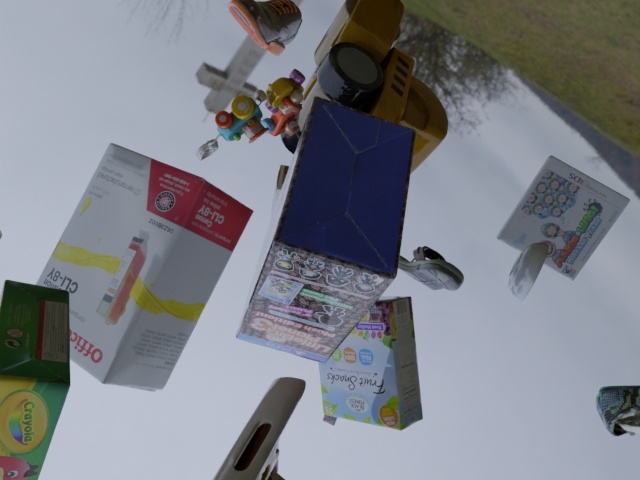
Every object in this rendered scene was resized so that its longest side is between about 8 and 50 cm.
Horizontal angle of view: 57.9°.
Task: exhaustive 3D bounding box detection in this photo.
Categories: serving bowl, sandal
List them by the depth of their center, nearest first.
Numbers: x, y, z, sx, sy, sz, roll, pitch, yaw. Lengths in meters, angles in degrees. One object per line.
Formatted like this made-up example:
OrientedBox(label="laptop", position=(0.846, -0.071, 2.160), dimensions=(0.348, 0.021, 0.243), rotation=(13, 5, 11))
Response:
OrientedBox(label="serving bowl", position=(0.266, 0.038, 0.753), dimensions=(0.027, 0.083, 0.083), rotation=(26, -157, 13))
OrientedBox(label="sandal", position=(0.274, 0.062, 1.429), dimensions=(0.120, 0.086, 0.303), rotation=(33, 171, -15))

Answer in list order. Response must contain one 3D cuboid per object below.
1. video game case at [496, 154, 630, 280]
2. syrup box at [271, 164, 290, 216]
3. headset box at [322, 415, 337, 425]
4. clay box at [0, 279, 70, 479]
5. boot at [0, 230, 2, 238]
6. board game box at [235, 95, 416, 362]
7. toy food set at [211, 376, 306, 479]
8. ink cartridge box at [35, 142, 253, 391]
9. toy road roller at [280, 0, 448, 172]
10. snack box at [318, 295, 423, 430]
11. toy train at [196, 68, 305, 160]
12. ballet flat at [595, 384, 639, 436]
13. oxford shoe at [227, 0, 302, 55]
OrientedBox(label="video game case", position=(0.386, -0.034, 0.928), dimensions=(0.143, 0.157, 0.019), rotation=(29, -165, -1))
OrientedBox(label="syrup box", position=(0.015, -0.087, 1.287), dimensions=(0.237, 0.093, 0.096), rotation=(9, -138, -6))
OrientedBox(label="headset box", position=(0.034, 0.389, 1.360), dimensions=(0.032, 0.083, 0.062), rotation=(23, -131, 9))
OrientedBox(label="clay box", position=(-0.241, 0.157, 0.429), dimensions=(0.053, 0.222, 0.127), rotation=(14, -162, -29))
OrientedBox(label="boot", position=(-0.795, -0.016, 1.252), dimensions=(0.077, 0.165, 0.213), rotation=(10, -139, 9))
OrientedBox(label="board game box", position=(0.000, 0.000, 0.792), dimensions=(0.141, 0.291, 0.232), rotation=(17, -123, -7))
OrientedBox(label="toy food set", position=(-0.077, 0.355, 0.777), dimensions=(0.092, 0.306, 0.219), rotation=(18, -138, 15))
OrientedBox(label="ink cartridge box", position=(-0.346, 0.047, 1.084), dimensions=(0.279, 0.384, 0.160), rotation=(22, 174, 31))
OrientedBox(label="toy road roller", position=(0.096, -0.254, 1.016), dimensions=(0.241, 0.202, 0.329), rotation=(27, -128, -14))
OrientedBox(label="snack box", position=(0.077, 0.200, 0.982), dimensions=(0.070, 0.175, 0.207), rotation=(-8, -89, -45))
OrientedBox(label="toy train", position=(-0.065, -0.138, 0.694), dimensions=(0.046, 0.125, 0.166), rotation=(48, -130, 6))
OrientedBox(label="ballet flat", position=(0.416, 0.192, 0.658), dimensions=(0.070, 0.188, 0.070), rotation=(29, -130, -42))
OrientedBox(label="oxford shoe", position=(-0.128, -0.562, 1.442), dimensions=(0.130, 0.133, 0.363), rotation=(49, -167, -5))
